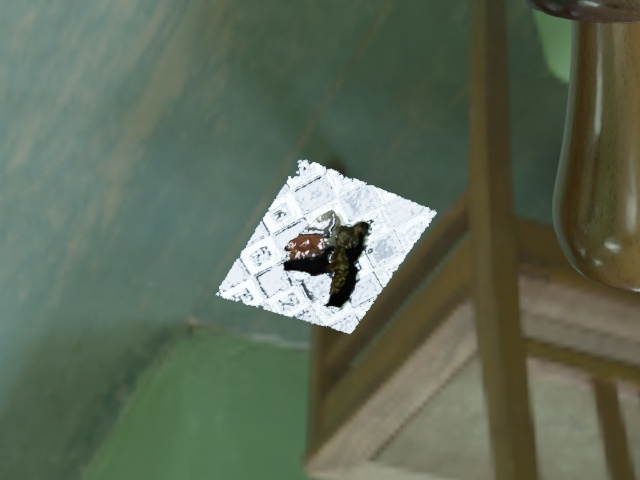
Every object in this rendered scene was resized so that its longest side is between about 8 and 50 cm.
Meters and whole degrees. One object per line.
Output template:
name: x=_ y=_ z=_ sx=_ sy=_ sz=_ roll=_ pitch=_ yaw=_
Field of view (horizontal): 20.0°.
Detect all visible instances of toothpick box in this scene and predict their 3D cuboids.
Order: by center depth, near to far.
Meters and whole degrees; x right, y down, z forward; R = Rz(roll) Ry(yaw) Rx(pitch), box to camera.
toothpick box: x=0.236 y=-0.121 z=1.297 sx=0.192 sy=0.192 sz=0.294 roll=-3 pitch=116 yaw=7

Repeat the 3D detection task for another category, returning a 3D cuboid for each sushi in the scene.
sushi: x=0.000 y=0.000 z=1.275 sx=0.126 sy=0.026 sz=0.120 roll=19 pitch=117 yaw=-35
